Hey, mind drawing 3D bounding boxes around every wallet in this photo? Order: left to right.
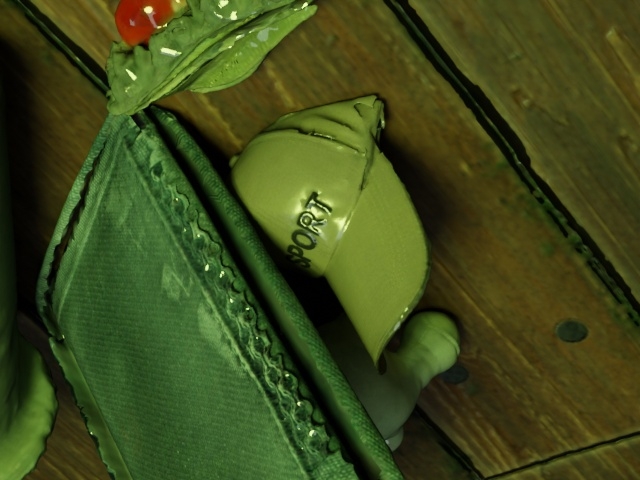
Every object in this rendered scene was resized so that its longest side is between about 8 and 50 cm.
[{"bbox_3d":[-0.073,0.105,0.871,0.075,0.342,0.237,-10,145,-39],"label":"wallet"}]

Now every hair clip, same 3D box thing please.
[{"bbox_3d":[0.006,-0.162,0.710,0.321,0.138,0.091,-23,95,30],"label":"hair clip"}]

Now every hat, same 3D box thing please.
[{"bbox_3d":[0.000,0.000,0.839,0.085,0.175,0.147,-3,135,-23],"label":"hat"}]

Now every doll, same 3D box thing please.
[{"bbox_3d":[-0.036,0.113,0.977,0.275,0.113,0.155,-24,127,29],"label":"doll"}]

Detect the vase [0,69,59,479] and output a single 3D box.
[{"bbox_3d":[-0.284,0.010,0.869,0.245,0.245,0.291,12,126,1],"label":"vase"}]
